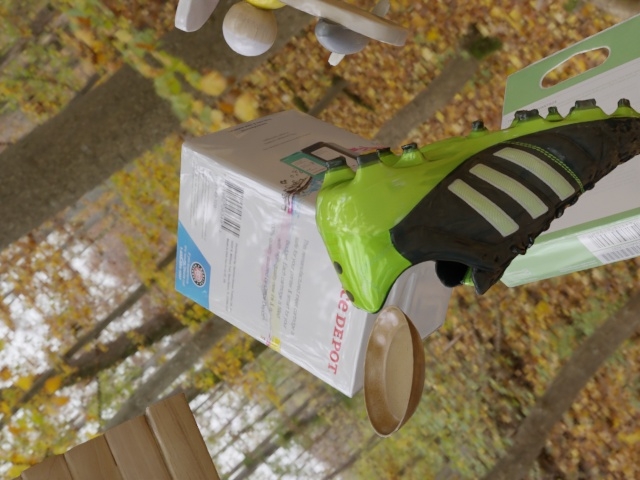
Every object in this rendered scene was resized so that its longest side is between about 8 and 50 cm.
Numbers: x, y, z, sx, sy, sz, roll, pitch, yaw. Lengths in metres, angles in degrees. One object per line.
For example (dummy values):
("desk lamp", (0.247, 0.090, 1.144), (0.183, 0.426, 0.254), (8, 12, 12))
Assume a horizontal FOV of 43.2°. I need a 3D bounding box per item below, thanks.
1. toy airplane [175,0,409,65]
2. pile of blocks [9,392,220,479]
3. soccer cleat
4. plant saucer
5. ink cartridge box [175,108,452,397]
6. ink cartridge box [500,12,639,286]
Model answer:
("toy airplane", (-0.101, -0.384, 1.193), (0.273, 0.384, 0.386), (105, 151, -44))
("pile of blocks", (-0.010, 0.233, 0.405), (0.362, 0.149, 0.113), (38, 160, 8))
("soccer cleat", (0.081, -0.019, 0.368), (0.060, 0.178, 0.072), (7, 112, 67))
("plant saucer", (0.049, 0.084, 0.518), (0.015, 0.084, 0.083), (7, -164, -16))
("ink cartridge box", (0.000, 0.000, 0.919), (0.270, 0.198, 0.197), (27, -146, 29))
("ink cartridge box", (0.241, -0.084, 0.745), (0.056, 0.235, 0.171), (37, 143, -29))
